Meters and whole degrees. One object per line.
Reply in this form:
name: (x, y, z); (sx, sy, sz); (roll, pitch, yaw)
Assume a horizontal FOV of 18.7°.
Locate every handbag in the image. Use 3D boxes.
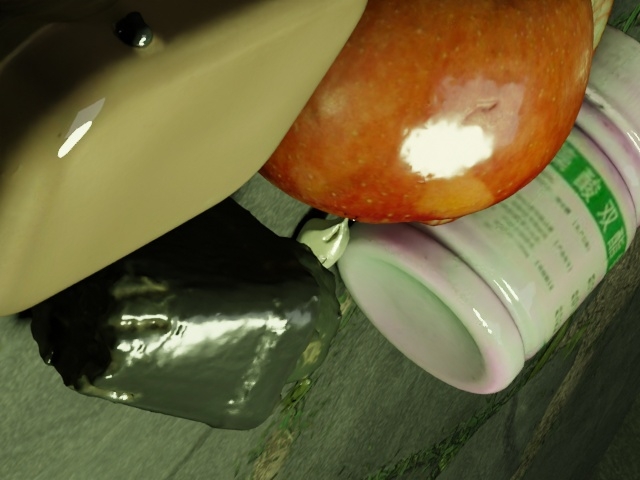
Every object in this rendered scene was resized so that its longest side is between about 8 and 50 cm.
handbag: (-0.134, -0.072, 1.097); (0.302, 0.149, 0.283); (-35, 161, -49)

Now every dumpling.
dumpling: (0.002, 0.000, 1.719); (0.059, 0.043, 0.077); (-66, 179, -66)

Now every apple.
apple: (0.058, -0.138, 1.295); (0.272, 0.251, 0.206); (-23, 141, -40)

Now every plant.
plant: (-0.087, 0.048, 1.417); (0.256, 0.164, 0.142); (-1, 125, -53)

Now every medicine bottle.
medicine bottle: (0.191, -0.035, 1.843); (0.325, 0.212, 0.212); (-46, 159, -22)

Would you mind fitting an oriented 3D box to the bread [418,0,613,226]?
bread: (0.128, -0.168, 1.610); (0.295, 0.114, 0.327); (-48, 158, -14)
